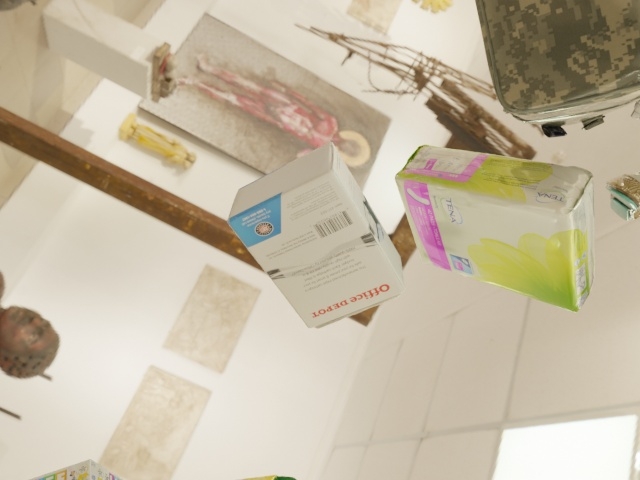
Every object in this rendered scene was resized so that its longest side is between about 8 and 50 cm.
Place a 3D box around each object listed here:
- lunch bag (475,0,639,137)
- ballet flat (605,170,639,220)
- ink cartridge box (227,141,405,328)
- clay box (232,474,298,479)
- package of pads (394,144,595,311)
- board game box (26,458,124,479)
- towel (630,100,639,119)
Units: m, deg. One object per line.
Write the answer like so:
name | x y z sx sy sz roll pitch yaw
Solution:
lunch bag | 0.339 -0.308 0.777 0.213 0.305 0.256 -12 -179 29
ballet flat | 0.521 -0.083 0.943 0.067 0.073 0.206 -48 158 14
ink cartridge box | 0.000 0.000 0.692 0.140 0.190 0.082 -24 -149 17
clay box | -0.079 0.294 0.527 0.222 0.127 0.053 -27 179 41
package of pads | 0.277 -0.030 0.901 0.101 0.297 0.229 -49 135 -26
board game box | -0.286 0.314 0.677 0.154 0.103 0.026 73 -2 -50
towel | 0.661 -0.298 0.883 0.121 0.235 0.283 -42 148 -37
